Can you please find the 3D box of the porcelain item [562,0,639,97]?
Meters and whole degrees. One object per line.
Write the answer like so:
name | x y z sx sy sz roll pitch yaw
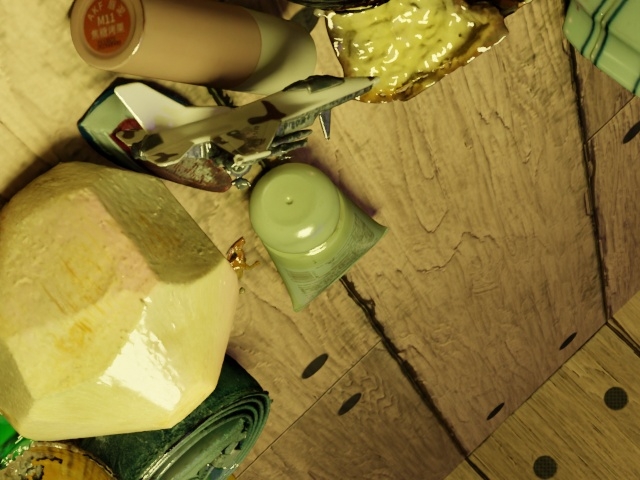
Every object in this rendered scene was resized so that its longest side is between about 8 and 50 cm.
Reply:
porcelain item | 0.433 -0.304 1.796 0.281 0.157 0.286 -54 156 18

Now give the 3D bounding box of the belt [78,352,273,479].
belt | -0.179 0.234 1.725 0.267 0.116 0.206 -36 154 -29

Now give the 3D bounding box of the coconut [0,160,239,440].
coconut | -0.177 0.062 1.263 0.237 0.237 0.197 -43 160 -5

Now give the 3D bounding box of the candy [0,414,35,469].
candy | -0.359 0.176 1.350 0.141 0.078 0.203 -53 148 -10

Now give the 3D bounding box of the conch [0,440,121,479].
conch | -0.281 0.284 1.554 0.163 0.245 0.178 -75 172 -58

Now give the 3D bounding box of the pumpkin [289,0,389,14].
pumpkin | 0.024 -0.274 1.098 0.233 0.163 0.233 -49 163 -22

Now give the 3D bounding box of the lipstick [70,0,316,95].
lipstick | -0.093 -0.158 1.224 0.070 0.070 0.254 -52 157 19

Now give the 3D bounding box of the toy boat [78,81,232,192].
toy boat | -0.131 -0.081 1.339 0.080 0.046 0.229 -45 157 6

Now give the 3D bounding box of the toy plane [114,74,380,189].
toy plane | -0.055 -0.088 1.217 0.234 0.160 0.082 -5 110 -29

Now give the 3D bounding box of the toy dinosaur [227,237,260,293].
toy dinosaur | -0.096 0.045 1.648 0.041 0.026 0.113 -8 129 -47

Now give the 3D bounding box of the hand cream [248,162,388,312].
hand cream | 0.000 0.000 1.657 0.147 0.093 0.306 -42 161 -2

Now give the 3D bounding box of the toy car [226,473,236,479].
toy car | -0.187 0.368 1.913 0.200 0.142 0.248 -25 153 -43

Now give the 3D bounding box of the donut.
donut | 0.170 -0.260 1.309 0.345 0.136 0.259 -26 -167 34
